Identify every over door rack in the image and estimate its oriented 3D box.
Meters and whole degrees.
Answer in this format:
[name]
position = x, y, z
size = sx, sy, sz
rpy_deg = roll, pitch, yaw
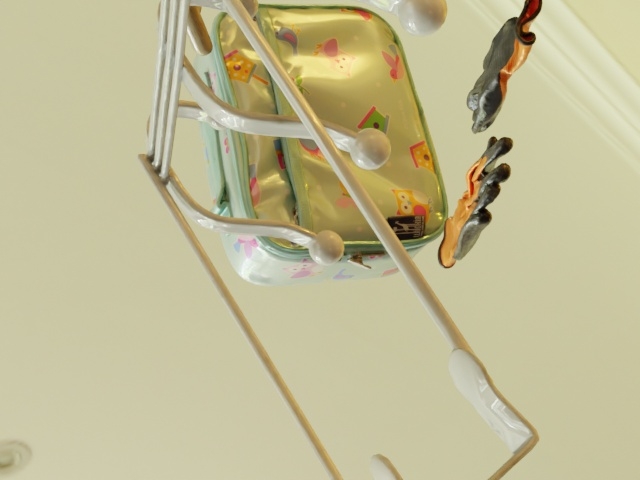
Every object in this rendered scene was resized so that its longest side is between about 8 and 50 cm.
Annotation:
[over door rack]
position = 0.000, 0.000, 0.518
size = 0.108, 0.324, 0.239
rpy_deg = -13, -25, -18

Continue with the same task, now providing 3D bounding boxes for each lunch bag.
[lunch bag]
position = -0.007, -0.092, 1.029
size = 0.224, 0.279, 0.108
rpy_deg = -3, -21, -29

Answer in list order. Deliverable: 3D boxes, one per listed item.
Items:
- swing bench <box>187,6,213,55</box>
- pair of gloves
[swing bench]
position = -0.245, -0.279, 0.919
size = 0.253, 0.165, 0.254
rpy_deg = -4, -29, 19
[pair of gloves]
position = 0.054, -0.035, 0.355
size = 0.010, 0.083, 0.074
rpy_deg = 14, -16, -1
